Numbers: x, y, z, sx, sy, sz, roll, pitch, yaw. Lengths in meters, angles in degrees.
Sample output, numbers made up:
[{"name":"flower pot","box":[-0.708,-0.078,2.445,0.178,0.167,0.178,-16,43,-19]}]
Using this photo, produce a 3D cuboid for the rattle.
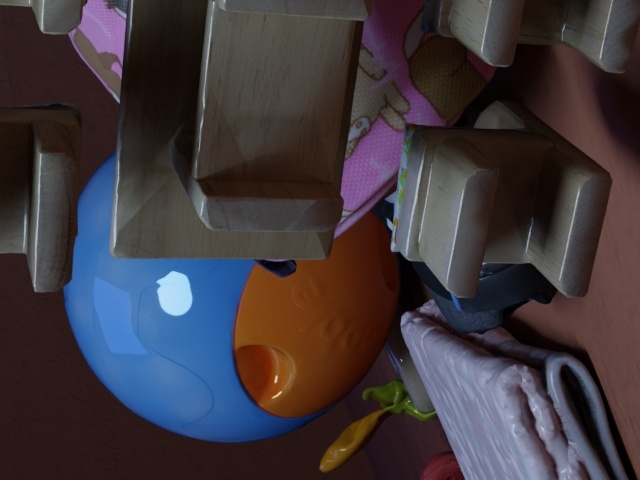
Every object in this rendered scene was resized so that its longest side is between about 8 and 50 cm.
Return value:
[{"name":"rattle","box":[0.027,0.094,1.365,0.200,0.142,0.130,62,-164,-16]}]

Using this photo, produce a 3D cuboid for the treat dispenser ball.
[{"name":"treat dispenser ball","box":[-0.075,0.027,1.231,0.288,0.288,0.288,157,90,-86]}]

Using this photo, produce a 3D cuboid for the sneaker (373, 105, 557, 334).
[{"name":"sneaker","box":[0.059,-0.017,0.740,0.121,0.079,0.217,61,-177,-19]}]

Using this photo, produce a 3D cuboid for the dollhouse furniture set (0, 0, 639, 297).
[{"name":"dollhouse furniture set","box":[-0.025,-0.115,0.453,0.161,0.212,0.242,-124,38,-62]}]

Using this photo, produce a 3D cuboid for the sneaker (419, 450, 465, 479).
[{"name":"sneaker","box":[0.116,0.240,1.349,0.128,0.087,0.221,-119,9,-45]}]

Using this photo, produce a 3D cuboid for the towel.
[{"name":"towel","box":[0.154,0.199,0.878,0.317,0.053,0.332,-165,51,-83]}]

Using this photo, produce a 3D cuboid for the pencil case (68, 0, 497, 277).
[{"name":"pencil case","box":[-0.099,-0.163,0.573,0.386,0.167,0.160,44,-151,-17]}]
